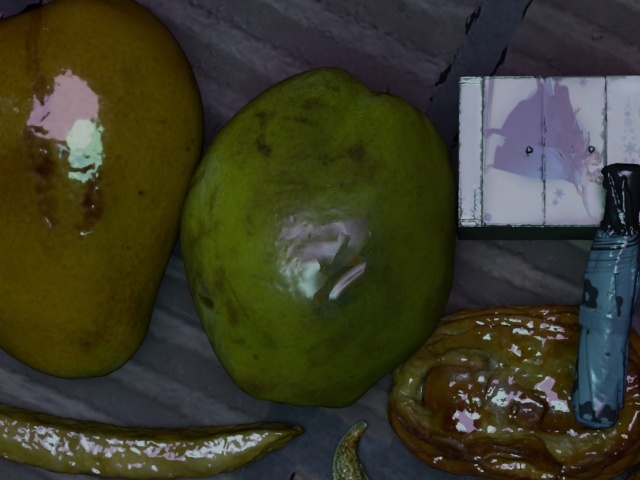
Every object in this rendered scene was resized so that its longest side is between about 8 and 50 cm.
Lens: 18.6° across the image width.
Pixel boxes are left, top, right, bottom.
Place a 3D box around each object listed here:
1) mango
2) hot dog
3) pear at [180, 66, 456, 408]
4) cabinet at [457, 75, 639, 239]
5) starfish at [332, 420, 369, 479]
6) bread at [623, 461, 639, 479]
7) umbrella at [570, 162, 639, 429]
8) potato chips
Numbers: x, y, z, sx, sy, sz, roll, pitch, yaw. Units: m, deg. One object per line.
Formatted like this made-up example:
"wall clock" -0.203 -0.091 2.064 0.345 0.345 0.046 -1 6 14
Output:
"mango" -0.246 -0.055 1.887 0.264 0.221 0.378 2 93 1
"hot dog" 0.193 0.150 1.893 0.259 0.114 0.175 0 85 2
"pear" 0.000 0.000 1.845 0.269 0.269 0.321 19 84 5
"cabinet" 0.236 -0.078 1.896 0.206 0.150 0.145 0 85 4
"starfish" 0.033 0.289 1.927 0.223 0.050 0.217 14 93 9
"bread" 0.393 0.212 1.885 0.344 0.124 0.084 -37 53 -1
"umbrella" 0.270 0.053 1.805 0.052 0.053 0.250 16 102 47
"potato chips" -0.222 0.193 1.938 0.407 0.057 0.080 7 88 4
